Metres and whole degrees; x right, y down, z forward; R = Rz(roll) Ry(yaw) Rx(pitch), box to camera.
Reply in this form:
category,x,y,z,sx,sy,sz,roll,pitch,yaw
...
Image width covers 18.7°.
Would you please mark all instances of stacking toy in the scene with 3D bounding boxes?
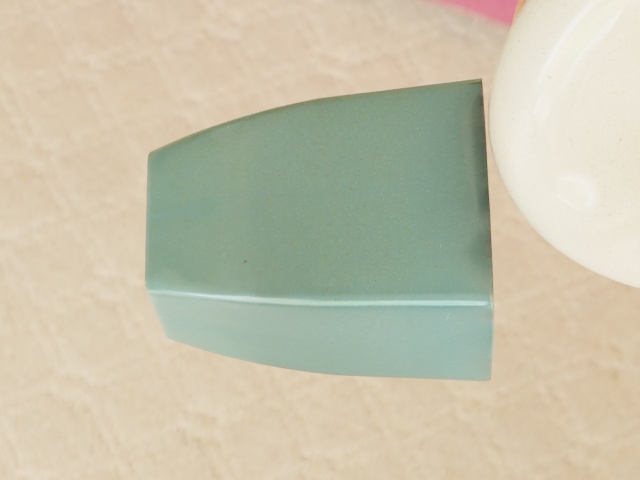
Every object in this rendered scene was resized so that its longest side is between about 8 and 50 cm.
category,x,y,z,sx,sy,sz,roll,pitch,yaw
stacking toy,0.253,-0.234,1.300,0.350,0.351,0.480,1,46,-10

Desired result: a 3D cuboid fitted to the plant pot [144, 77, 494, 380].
category,x,y,z,sx,sy,sz,roll,pitch,yaw
plant pot,0.000,0.000,1.355,0.234,0.166,0.165,-2,68,3
